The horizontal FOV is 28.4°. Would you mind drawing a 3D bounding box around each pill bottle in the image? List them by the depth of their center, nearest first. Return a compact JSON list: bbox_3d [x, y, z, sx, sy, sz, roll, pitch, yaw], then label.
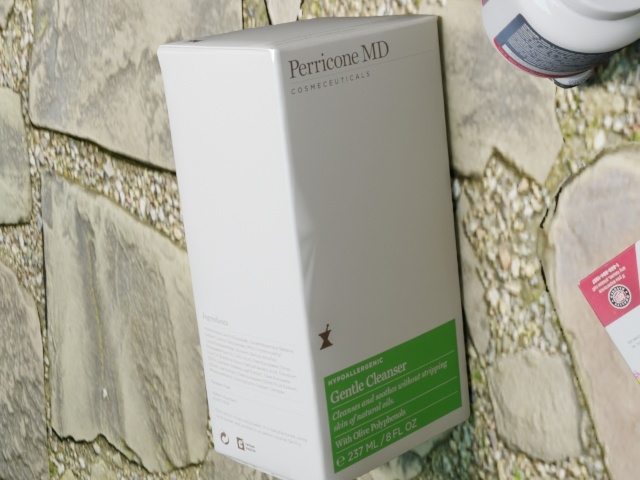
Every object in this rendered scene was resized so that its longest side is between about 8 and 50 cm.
[{"bbox_3d":[0.171,-0.170,0.826,0.180,0.108,0.108,163,87,-88],"label":"pill bottle"}]

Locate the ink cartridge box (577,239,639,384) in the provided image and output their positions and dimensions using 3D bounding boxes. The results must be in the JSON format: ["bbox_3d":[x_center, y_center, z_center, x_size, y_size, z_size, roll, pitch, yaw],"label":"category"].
[{"bbox_3d":[0.283,0.068,0.883,0.127,0.072,0.175,-43,72,47],"label":"ink cartridge box"}]

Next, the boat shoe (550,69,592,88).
[{"bbox_3d":[0.161,-0.177,0.945,0.040,0.049,0.142,80,169,-81],"label":"boat shoe"}]

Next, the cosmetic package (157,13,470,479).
[{"bbox_3d":[0.000,0.000,1.080,0.155,0.197,0.365,11,114,46],"label":"cosmetic package"}]
